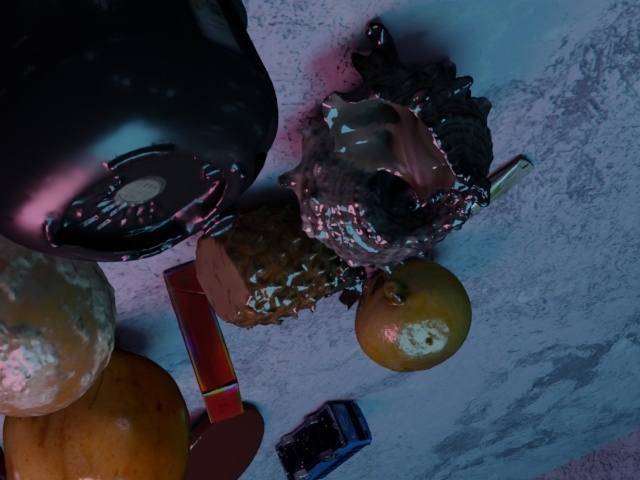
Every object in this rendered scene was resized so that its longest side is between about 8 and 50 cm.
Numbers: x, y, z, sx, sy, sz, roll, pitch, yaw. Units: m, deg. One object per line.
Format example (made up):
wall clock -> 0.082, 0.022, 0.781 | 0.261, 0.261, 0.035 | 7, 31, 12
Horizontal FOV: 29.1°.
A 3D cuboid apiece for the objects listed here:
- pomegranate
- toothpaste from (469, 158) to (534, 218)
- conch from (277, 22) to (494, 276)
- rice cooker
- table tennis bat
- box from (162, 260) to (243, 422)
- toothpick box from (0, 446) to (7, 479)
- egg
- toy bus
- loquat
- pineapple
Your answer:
pomegranate -> -0.297, 0.275, 1.615 | 0.264, 0.264, 0.264 | -19, 155, -9
toothpaste -> 0.204, -0.049, 1.675 | 0.197, 0.029, 0.048 | -36, 153, 19
conch -> 0.073, -0.090, 1.333 | 0.240, 0.186, 0.313 | -6, 150, -8
rice cooker -> -0.168, -0.114, 0.992 | 0.267, 0.224, 0.267 | -21, 155, -10
table tennis bat -> -0.176, 0.393, 2.100 | 0.200, 0.038, 0.310 | -30, 146, -29
box -> -0.145, 0.128, 1.545 | 0.048, 0.175, 0.112 | -18, 155, -8
toothpick box -> -0.504, 0.475, 1.735 | 0.204, 0.333, 0.204 | -19, 154, -10
egg -> -0.313, 0.085, 1.283 | 0.203, 0.203, 0.245 | -21, 145, -5
toy bus -> 0.009, 0.371, 2.264 | 0.106, 0.090, 0.184 | -1, 149, -40
loquat -> 0.128, 0.104, 1.771 | 0.172, 0.149, 0.204 | -24, 144, 12
pineapple -> 0.005, 0.015, 1.507 | 0.310, 0.141, 0.170 | -17, 127, -30
